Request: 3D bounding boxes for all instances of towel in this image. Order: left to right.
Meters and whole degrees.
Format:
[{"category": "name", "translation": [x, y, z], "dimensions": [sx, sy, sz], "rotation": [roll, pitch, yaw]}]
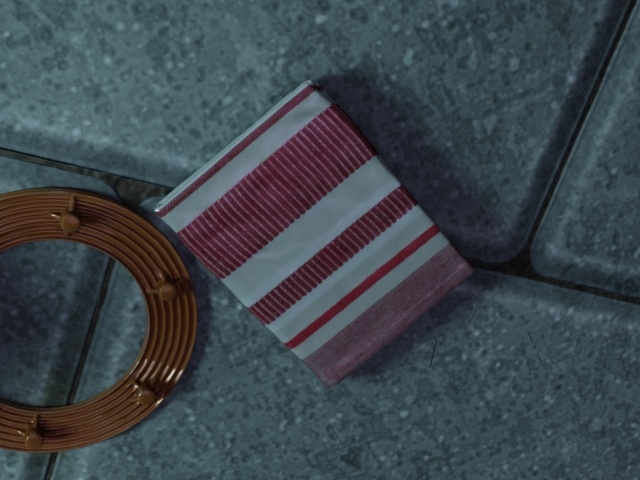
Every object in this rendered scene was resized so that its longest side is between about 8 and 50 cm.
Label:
[{"category": "towel", "translation": [0.000, 0.000, 1.202], "dimensions": [0.237, 0.037, 0.329], "rotation": [-40, 116, 6]}]

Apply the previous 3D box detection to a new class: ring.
[{"category": "ring", "translation": [-0.305, 0.102, 1.160], "dimensions": [0.336, 0.032, 0.337], "rotation": [-7, 115, -14]}]
